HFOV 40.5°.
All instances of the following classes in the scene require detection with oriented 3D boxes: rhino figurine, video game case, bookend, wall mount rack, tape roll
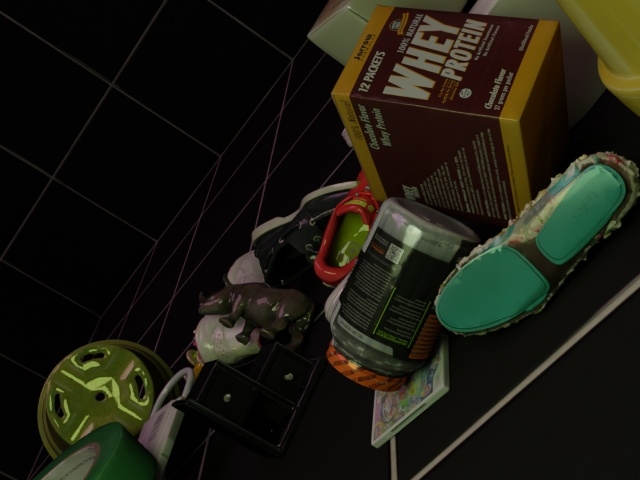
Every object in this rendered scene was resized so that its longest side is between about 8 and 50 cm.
[{"bbox_3d":[-0.111,0.112,1.417,0.243,0.073,0.106,11,52,38],"label":"rhino figurine"},{"bbox_3d":[0.099,0.165,0.958,0.122,0.011,0.087,-47,18,31],"label":"video game case"},{"bbox_3d":[-0.096,0.198,1.212,0.072,0.156,0.157,-27,33,62],"label":"bookend"},{"bbox_3d":[-0.254,0.389,1.389,0.304,0.130,0.350,-41,22,36],"label":"wall mount rack"},{"bbox_3d":[-0.377,0.402,1.228,0.321,0.077,0.321,-39,13,10],"label":"tape roll"},{"bbox_3d":[0.233,-0.240,1.060,0.246,0.169,0.246,-50,18,22],"label":"tape roll"}]

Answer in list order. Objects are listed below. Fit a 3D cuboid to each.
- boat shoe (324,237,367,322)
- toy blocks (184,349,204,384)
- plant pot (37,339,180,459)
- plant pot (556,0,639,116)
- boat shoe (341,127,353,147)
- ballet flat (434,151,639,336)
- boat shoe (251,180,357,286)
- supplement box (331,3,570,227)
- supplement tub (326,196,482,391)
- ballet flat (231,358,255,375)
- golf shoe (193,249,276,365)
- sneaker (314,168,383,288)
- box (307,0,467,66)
[{"bbox_3d":[0.074,0.049,1.177,0.184,0.066,0.063,-50,36,5],"label":"boat shoe"},{"bbox_3d":[-0.211,0.206,1.730,0.148,0.054,0.123,-51,17,19],"label":"toy blocks"},{"bbox_3d":[-0.389,0.296,1.575,0.276,0.276,0.254,-62,1,-19],"label":"plant pot"},{"bbox_3d":[0.304,-0.253,0.742,0.254,0.239,0.254,-50,18,22],"label":"plant pot"},{"bbox_3d":[0.113,-0.313,1.694,0.277,0.096,0.098,-55,16,8],"label":"boat shoe"},{"bbox_3d":[0.213,0.008,0.834,0.241,0.091,0.077,-43,-10,28],"label":"ballet flat"},{"bbox_3d":[-0.004,0.000,1.417,0.340,0.127,0.113,-23,64,46],"label":"boat shoe"},{"bbox_3d":[0.144,-0.128,0.914,0.194,0.191,0.129,13,63,26],"label":"supplement box"},{"bbox_3d":[0.084,0.059,0.933,0.117,0.117,0.190,-111,44,-71],"label":"supplement tub"},{"bbox_3d":[-0.117,0.218,1.432,0.173,0.049,0.057,-38,25,49],"label":"ballet flat"},{"bbox_3d":[-0.113,0.117,1.567,0.140,0.115,0.306,-12,32,26],"label":"golf shoe"},{"bbox_3d":[0.079,-0.053,1.218,0.278,0.107,0.118,-64,-18,8],"label":"sneaker"},{"bbox_3d":[0.127,-0.349,1.049,0.311,0.121,0.148,-60,17,-13],"label":"box"}]
